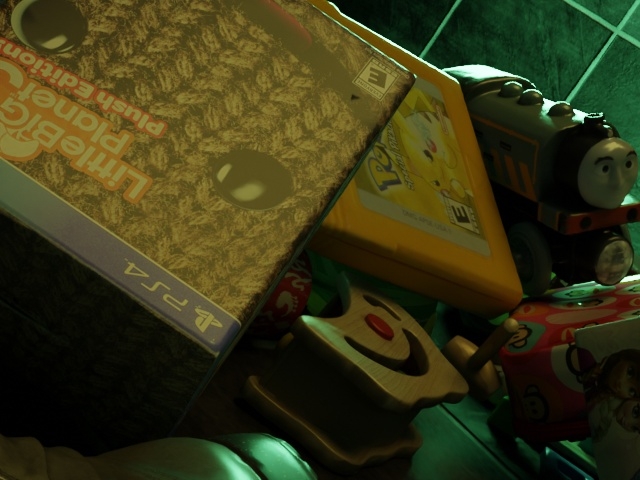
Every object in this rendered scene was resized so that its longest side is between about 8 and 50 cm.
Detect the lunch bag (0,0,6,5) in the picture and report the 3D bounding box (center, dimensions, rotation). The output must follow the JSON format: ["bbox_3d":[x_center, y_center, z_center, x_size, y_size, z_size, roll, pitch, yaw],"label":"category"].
[{"bbox_3d":[-0.283,-0.241,1.120,0.385,0.239,0.328,50,13,-3],"label":"lunch bag"}]

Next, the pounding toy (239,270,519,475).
[{"bbox_3d":[0.055,0.076,0.938,0.154,0.155,0.269,44,17,22],"label":"pounding toy"}]

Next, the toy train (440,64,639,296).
[{"bbox_3d":[0.213,-0.070,1.219,0.142,0.190,0.334,-10,23,-21],"label":"toy train"}]

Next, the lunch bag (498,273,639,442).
[{"bbox_3d":[0.311,0.096,1.101,0.293,0.258,0.120,-25,102,-73],"label":"lunch bag"}]

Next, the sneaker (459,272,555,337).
[{"bbox_3d":[0.232,-0.055,1.560,0.185,0.202,0.482,15,37,3],"label":"sneaker"}]

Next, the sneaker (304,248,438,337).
[{"bbox_3d":[0.000,0.000,1.141,0.295,0.123,0.109,37,14,16],"label":"sneaker"}]

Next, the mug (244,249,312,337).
[{"bbox_3d":[-0.092,-0.001,0.921,0.169,0.113,0.150,24,58,-48],"label":"mug"}]

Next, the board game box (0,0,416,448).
[{"bbox_3d":[-0.113,-0.051,0.738,0.232,0.141,0.291,34,47,0],"label":"board game box"}]

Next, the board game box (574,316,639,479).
[{"bbox_3d":[0.286,0.223,0.767,0.318,0.066,0.318,14,65,-53],"label":"board game box"}]

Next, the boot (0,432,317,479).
[{"bbox_3d":[-0.039,0.190,0.472,0.223,0.118,0.338,15,12,-46],"label":"boot"}]

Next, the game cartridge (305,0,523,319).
[{"bbox_3d":[0.047,-0.092,1.059,0.324,0.053,0.285,22,46,-44],"label":"game cartridge"}]

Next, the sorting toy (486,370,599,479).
[{"bbox_3d":[0.285,0.201,1.270,0.196,0.047,0.348,38,14,18],"label":"sorting toy"}]

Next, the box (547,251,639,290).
[{"bbox_3d":[0.376,0.081,1.631,0.203,0.168,0.167,26,16,-29],"label":"box"}]
